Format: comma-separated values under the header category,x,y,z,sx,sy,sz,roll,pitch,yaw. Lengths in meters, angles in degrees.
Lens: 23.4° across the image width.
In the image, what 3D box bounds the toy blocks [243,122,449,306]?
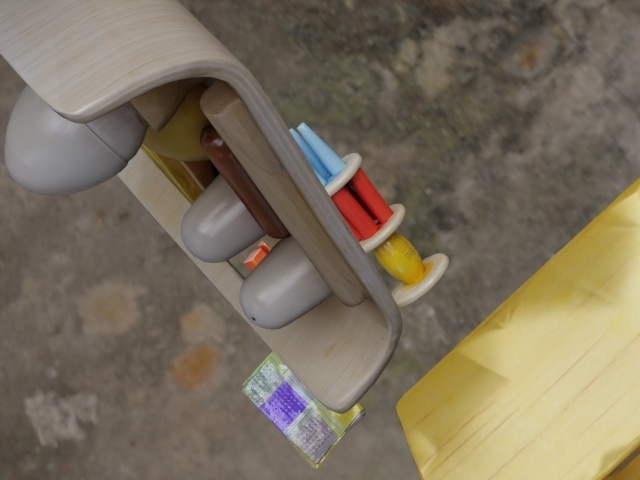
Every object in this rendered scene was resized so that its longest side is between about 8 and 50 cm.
category,x,y,z,sx,sy,sz,roll,pitch,yaw
toy blocks,0.000,0.000,1.107,0.123,0.054,0.148,-40,104,9

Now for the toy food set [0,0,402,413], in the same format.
category,x,y,z,sx,sy,sz,roll,pitch,yaw
toy food set,-0.091,-0.051,0.688,0.092,0.220,0.306,-41,149,-5

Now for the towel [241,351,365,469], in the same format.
category,x,y,z,sx,sy,sz,roll,pitch,yaw
towel,-0.012,0.113,1.090,0.060,0.083,0.009,-48,163,15

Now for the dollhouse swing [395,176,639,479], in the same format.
category,x,y,z,sx,sy,sz,roll,pitch,yaw
dollhouse swing,0.236,0.188,1.009,0.315,0.305,0.347,-42,158,-2
